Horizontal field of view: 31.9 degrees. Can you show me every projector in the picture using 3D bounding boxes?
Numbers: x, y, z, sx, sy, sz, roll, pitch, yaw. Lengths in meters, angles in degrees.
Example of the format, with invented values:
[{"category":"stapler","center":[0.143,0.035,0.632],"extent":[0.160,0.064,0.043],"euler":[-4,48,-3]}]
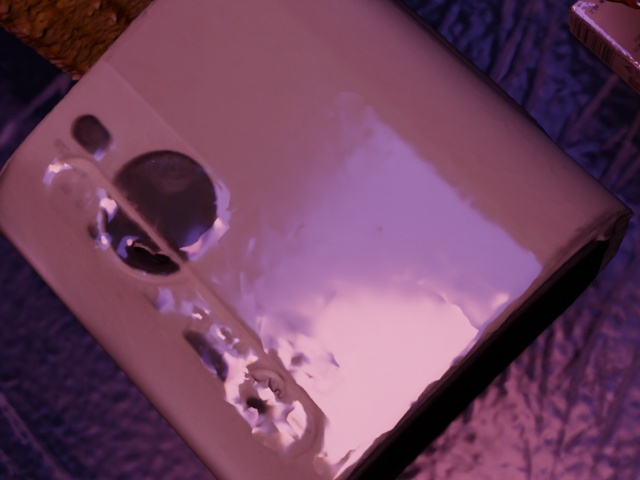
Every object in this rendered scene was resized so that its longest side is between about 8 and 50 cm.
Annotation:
[{"category":"projector","center":[0.000,0.000,0.654],"extent":[0.248,0.248,0.249],"euler":[-45,75,1]}]

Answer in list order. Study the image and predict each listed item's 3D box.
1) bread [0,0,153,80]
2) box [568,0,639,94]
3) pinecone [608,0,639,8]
[{"category":"bread","center":[-0.215,-0.224,0.744],"extent":[0.110,0.234,0.184],"euler":[-42,76,4]},{"category":"box","center":[0.257,-0.092,0.725],"extent":[0.055,0.039,0.218],"euler":[-45,76,0]},{"category":"pinecone","center":[0.346,-0.173,0.574],"extent":[0.384,0.384,0.385],"euler":[-2,80,11]}]
